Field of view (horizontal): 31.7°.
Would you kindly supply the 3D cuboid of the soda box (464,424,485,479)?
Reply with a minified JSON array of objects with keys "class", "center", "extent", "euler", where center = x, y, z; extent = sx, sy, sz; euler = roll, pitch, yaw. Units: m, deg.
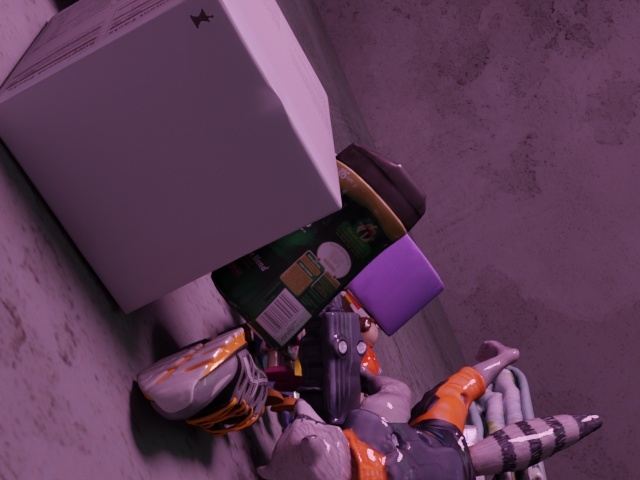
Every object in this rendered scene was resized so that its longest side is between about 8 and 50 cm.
[{"class":"soda box","center":[0.116,0.328,1.127],"extent":[0.091,0.098,0.286],"euler":[116,-25,-51]}]

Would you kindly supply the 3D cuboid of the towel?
[{"class":"towel","center":[0.239,0.342,1.358],"extent":[0.374,0.090,0.320],"euler":[-45,124,-79]}]

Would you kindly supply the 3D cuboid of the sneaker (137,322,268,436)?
[{"class":"sneaker","center":[-0.081,0.119,0.907],"extent":[0.215,0.084,0.083],"euler":[-11,81,-81]}]

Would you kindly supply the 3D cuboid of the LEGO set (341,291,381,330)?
[{"class":"LEGO set","center":[0.012,0.028,1.579],"extent":[0.244,0.060,0.182],"euler":[53,3,-45]}]

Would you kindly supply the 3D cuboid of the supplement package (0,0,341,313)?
[{"class":"supplement package","center":[-0.117,-0.115,0.943],"extent":[0.199,0.198,0.262],"euler":[59,11,-23]}]

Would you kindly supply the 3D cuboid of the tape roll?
[{"class":"tape roll","center":[0.023,-0.017,1.330],"extent":[0.275,0.090,0.275],"euler":[48,-1,1]}]

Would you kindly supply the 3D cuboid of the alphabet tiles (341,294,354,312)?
[{"class":"alphabet tiles","center":[-0.040,0.009,1.348],"extent":[0.278,0.021,0.284],"euler":[46,-7,47]}]

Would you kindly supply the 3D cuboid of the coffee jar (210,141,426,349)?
[{"class":"coffee jar","center":[0.000,0.000,0.947],"extent":[0.079,0.184,0.096],"euler":[49,-4,-25]}]

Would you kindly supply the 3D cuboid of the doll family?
[{"class":"doll family","center":[-0.030,0.103,1.163],"extent":[0.263,0.118,0.163],"euler":[45,39,-51]}]

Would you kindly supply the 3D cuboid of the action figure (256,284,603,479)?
[{"class":"action figure","center":[0.085,0.157,1.018],"extent":[0.330,0.178,0.341],"euler":[-4,86,-42]}]
